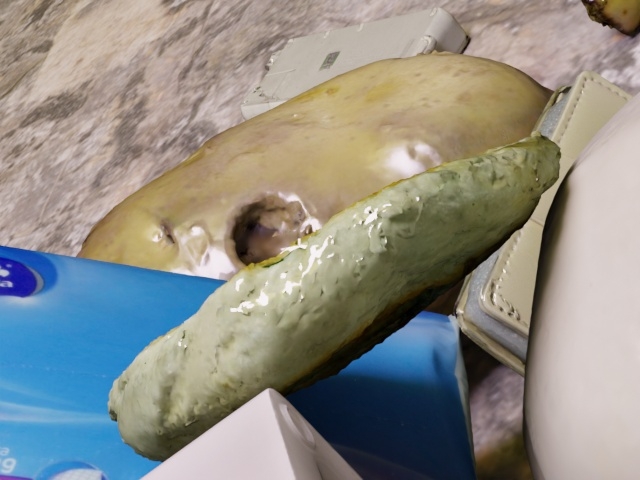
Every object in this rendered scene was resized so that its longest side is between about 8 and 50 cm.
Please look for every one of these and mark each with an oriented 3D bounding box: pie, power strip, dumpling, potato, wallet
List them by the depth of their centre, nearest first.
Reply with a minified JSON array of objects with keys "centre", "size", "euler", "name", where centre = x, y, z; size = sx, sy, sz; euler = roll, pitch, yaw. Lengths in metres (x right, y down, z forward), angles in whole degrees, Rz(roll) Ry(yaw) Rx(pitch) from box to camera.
[{"centre":[0.157,0.009,0.610],"size":[0.181,0.260,0.341],"euler":[17,46,29],"name":"dumpling"},{"centre":[0.008,0.020,0.628],"size":[0.187,0.041,0.187],"euler":[-33,-6,-4],"name":"pie"},{"centre":[0.132,0.003,0.824],"size":[0.155,0.110,0.039],"euler":[-62,6,-34],"name":"wallet"},{"centre":[0.000,0.000,0.913],"size":[0.296,0.141,0.191],"euler":[-23,23,-17],"name":"potato"},{"centre":[0.019,-0.114,1.212],"size":[0.192,0.035,0.081],"euler":[-3,48,52],"name":"power strip"}]

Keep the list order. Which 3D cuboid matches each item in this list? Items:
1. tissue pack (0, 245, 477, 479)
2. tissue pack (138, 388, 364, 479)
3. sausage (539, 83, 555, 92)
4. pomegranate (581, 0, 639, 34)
[{"centre":[-0.074,0.113,0.742],"size":[0.198,0.263,0.146],"euler":[-93,14,-57],"name":"tissue pack"},{"centre":[0.015,0.192,0.550],"size":[0.136,0.246,0.159],"euler":[-38,27,8],"name":"tissue pack"},{"centre":[0.120,-0.078,1.026],"size":[0.147,0.035,0.030],"euler":[40,116,61],"name":"sausage"},{"centre":[0.202,-0.206,1.001],"size":[0.169,0.122,0.143],"euler":[-31,32,21],"name":"pomegranate"}]
